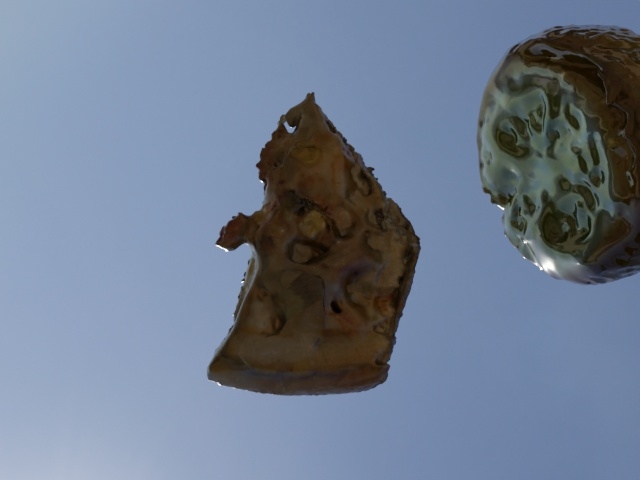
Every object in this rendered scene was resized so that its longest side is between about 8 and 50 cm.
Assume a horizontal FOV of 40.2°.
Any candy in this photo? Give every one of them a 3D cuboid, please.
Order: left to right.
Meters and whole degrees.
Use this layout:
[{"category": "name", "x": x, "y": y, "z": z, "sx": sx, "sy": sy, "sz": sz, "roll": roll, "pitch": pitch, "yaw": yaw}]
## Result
[{"category": "candy", "x": 0.255, "y": -0.084, "z": 0.860, "sx": 0.118, "sy": 0.260, "sz": 0.260, "roll": -14, "pitch": -152, "yaw": -27}]

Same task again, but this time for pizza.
[{"category": "pizza", "x": 0.000, "y": 0.000, "z": 0.810, "sx": 0.189, "sy": 0.071, "sz": 0.297, "roll": 10, "pitch": -112, "yaw": 2}]
